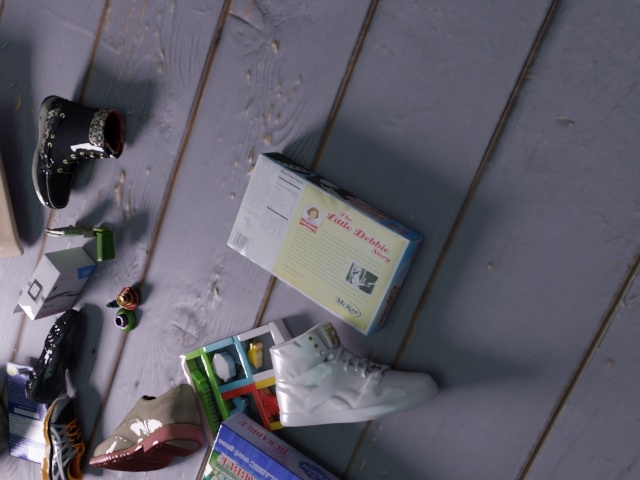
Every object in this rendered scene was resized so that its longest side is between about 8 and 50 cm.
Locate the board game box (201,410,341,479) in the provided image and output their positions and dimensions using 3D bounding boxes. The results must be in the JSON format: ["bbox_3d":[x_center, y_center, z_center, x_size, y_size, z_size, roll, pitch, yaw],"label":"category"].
[{"bbox_3d":[-0.090,0.533,1.564,0.318,0.066,0.318,29,114,21],"label":"board game box"}]

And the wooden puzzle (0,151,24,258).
[{"bbox_3d":[-0.823,-0.121,1.881,0.322,0.080,0.348,-6,104,18],"label":"wooden puzzle"}]

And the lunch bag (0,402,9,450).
[{"bbox_3d":[-0.914,0.470,1.954,0.305,0.256,0.213,-35,79,30],"label":"lunch bag"}]

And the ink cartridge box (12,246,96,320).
[{"bbox_3d":[-0.562,0.103,1.778,0.060,0.104,0.180,45,117,16],"label":"ink cartridge box"}]

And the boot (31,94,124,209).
[{"bbox_3d":[-0.489,-0.167,1.707,0.178,0.085,0.236,11,103,27],"label":"boot"}]

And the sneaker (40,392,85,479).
[{"bbox_3d":[-0.555,0.438,1.846,0.083,0.084,0.215,9,105,14],"label":"sneaker"}]

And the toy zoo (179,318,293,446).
[{"bbox_3d":[-0.125,0.266,1.584,0.293,0.030,0.192,-21,86,31],"label":"toy zoo"}]

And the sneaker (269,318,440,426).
[{"bbox_3d":[0.045,0.213,1.422,0.292,0.108,0.169,-12,91,23],"label":"sneaker"}]

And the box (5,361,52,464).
[{"bbox_3d":[-0.653,0.389,1.914,0.136,0.036,0.225,6,100,30],"label":"box"}]

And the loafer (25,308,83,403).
[{"bbox_3d":[-0.562,0.252,1.823,0.076,0.078,0.223,36,102,56],"label":"loafer"}]

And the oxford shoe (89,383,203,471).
[{"bbox_3d":[-0.349,0.386,1.706,0.348,0.123,0.130,-27,54,37],"label":"oxford shoe"}]

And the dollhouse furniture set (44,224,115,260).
[{"bbox_3d":[-0.489,0.004,1.736,0.151,0.076,0.059,5,99,29],"label":"dollhouse furniture set"}]

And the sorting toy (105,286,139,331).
[{"bbox_3d":[-0.409,0.141,1.729,0.061,0.042,0.102,25,110,25],"label":"sorting toy"}]

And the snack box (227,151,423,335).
[{"bbox_3d":[0.000,0.000,1.453,0.322,0.060,0.187,32,113,23],"label":"snack box"}]
